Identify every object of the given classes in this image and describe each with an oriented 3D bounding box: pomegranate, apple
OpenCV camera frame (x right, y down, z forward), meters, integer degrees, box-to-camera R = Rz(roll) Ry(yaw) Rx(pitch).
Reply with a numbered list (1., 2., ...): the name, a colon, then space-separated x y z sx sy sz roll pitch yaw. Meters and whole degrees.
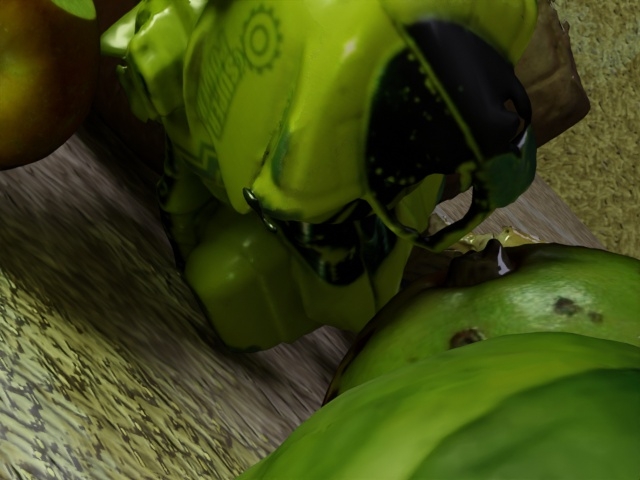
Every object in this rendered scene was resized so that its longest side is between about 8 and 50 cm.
1. pomegranate: 0.096 0.118 0.692 0.202 0.202 0.248 -49 124 -80
2. apple: -0.142 -0.075 0.699 0.114 0.099 0.102 51 10 -18

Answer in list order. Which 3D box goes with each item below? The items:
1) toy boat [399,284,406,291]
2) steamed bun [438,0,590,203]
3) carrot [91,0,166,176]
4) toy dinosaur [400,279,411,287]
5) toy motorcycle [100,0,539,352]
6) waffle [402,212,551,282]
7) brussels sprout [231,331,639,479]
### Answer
1. toy boat: 0.143 0.096 0.947 0.199 0.100 0.290 32 -22 -34
2. steamed bun: 0.052 -0.182 1.424 0.301 0.251 0.199 58 11 -14
3. carrot: -0.072 -0.101 0.987 0.302 0.139 0.139 35 8 15
4. toy dinosaur: 0.063 0.036 1.071 0.080 0.045 0.197 16 -18 8
5. toy motorcycle: -0.003 -0.056 0.745 0.206 0.142 0.342 55 -12 20
6. waffle: 0.108 0.021 0.952 0.135 0.021 0.092 20 -18 -12
7. brussels sprout: 0.064 0.146 0.363 0.219 0.210 0.271 36 28 -19
